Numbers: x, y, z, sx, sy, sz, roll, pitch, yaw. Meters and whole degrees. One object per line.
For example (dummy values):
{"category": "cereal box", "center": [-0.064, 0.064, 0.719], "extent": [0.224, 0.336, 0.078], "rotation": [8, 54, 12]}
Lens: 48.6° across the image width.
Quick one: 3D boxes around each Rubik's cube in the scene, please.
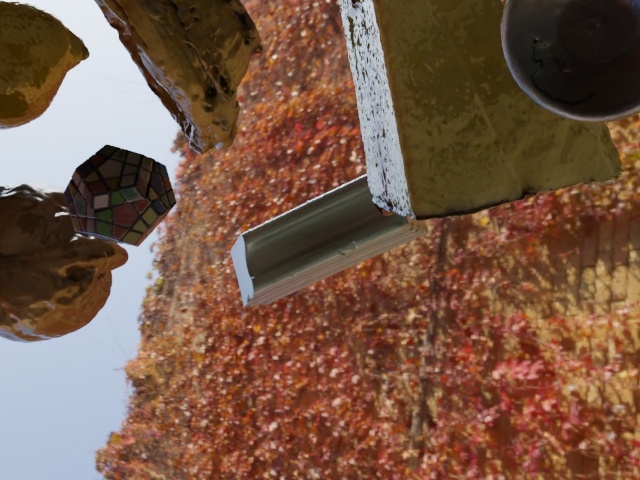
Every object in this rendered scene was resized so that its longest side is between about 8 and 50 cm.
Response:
{"category": "Rubik's cube", "center": [-0.205, -0.045, 0.726], "extent": [0.111, 0.093, 0.111], "rotation": [0, -122, 0]}

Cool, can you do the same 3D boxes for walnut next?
{"category": "walnut", "center": [-0.395, 0.029, 1.003], "extent": [0.257, 0.257, 0.224], "rotation": [-8, -93, -35]}

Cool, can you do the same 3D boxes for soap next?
{"category": "soap", "center": [0.000, 0.000, 1.024], "extent": [0.095, 0.290, 0.173], "rotation": [68, -163, 10]}

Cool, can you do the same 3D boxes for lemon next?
{"category": "lemon", "center": [-0.456, -0.252, 1.008], "extent": [0.244, 0.187, 0.186], "rotation": [-21, -85, -9]}

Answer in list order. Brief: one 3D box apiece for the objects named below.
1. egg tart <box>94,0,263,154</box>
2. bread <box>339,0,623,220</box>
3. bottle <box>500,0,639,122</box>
{"category": "egg tart", "center": [-0.149, -0.224, 0.706], "extent": [0.123, 0.294, 0.294], "rotation": [-36, -75, -5]}
{"category": "bread", "center": [0.107, -0.153, 0.534], "extent": [0.163, 0.167, 0.263], "rotation": [-12, -79, -3]}
{"category": "bottle", "center": [0.187, -0.155, 0.391], "extent": [0.286, 0.082, 0.082], "rotation": [-43, -73, -44]}
